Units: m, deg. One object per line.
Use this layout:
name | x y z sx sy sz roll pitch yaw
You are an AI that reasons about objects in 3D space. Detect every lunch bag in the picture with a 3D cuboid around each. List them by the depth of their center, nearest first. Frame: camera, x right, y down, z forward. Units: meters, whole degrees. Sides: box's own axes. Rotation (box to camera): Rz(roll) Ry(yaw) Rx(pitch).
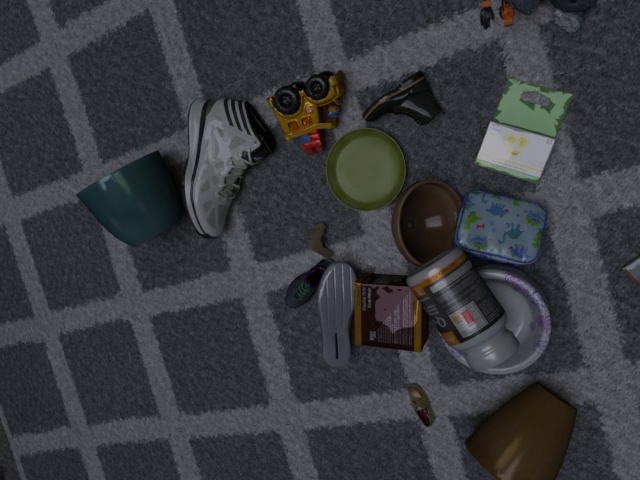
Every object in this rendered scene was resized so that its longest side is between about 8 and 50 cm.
lunch bag | 0.464 -0.028 1.316 0.219 0.090 0.175 13 84 10

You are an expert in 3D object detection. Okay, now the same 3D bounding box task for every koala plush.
koala plush | 0.560 -0.612 1.175 0.222 0.203 0.196 21 117 -5

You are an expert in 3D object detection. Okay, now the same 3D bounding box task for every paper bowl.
paper bowl | 0.465 0.203 1.353 0.285 0.148 0.283 4 101 21

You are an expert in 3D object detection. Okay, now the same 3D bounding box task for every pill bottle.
pill bottle | 0.349 0.167 1.227 0.162 0.162 0.278 -35 85 23

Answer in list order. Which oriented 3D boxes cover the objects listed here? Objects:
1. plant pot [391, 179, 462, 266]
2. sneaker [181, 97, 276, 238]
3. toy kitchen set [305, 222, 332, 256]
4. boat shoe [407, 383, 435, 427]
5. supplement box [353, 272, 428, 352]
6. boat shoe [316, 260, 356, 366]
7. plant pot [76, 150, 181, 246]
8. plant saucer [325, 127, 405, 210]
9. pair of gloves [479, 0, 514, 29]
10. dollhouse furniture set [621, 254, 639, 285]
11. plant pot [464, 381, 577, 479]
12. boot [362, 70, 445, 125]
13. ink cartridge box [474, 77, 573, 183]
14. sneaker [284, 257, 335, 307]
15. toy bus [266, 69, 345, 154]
plant pot | 0.277 -0.045 1.379 0.110 0.238 0.237 4 104 63
sneaker | -0.278 -0.220 1.561 0.258 0.169 0.446 5 99 23
toy kitchen set | 0.000 0.000 1.571 0.068 0.075 0.083 -4 60 58
boat shoe | 0.306 0.503 1.526 0.050 0.045 0.135 -31 87 23
supplement box | 0.209 0.204 1.465 0.194 0.129 0.191 2 100 21
boat shoe | 0.039 0.216 1.538 0.121 0.119 0.334 2 104 -9
plant pot | -0.601 -0.123 1.656 0.293 0.293 0.235 -22 106 24
plant saucer | 0.134 -0.207 1.472 0.241 0.037 0.240 4 100 20
pair of gloves | 0.453 -0.585 1.291 0.083 0.010 0.074 1 100 22
dollhouse furniture set | 0.806 0.122 1.118 0.151 0.301 0.197 -43 85 20
plant pot | 0.560 0.519 1.348 0.237 0.237 0.254 33 96 13
boot | 0.229 -0.354 1.391 0.198 0.077 0.137 -32 92 25
ink cartridge box | 0.522 -0.283 1.296 0.171 0.056 0.234 22 109 17
sneaker | -0.049 0.138 1.573 0.083 0.098 0.223 47 112 9
toy bus | -0.016 -0.367 1.455 0.221 0.149 0.211 -15 107 21
